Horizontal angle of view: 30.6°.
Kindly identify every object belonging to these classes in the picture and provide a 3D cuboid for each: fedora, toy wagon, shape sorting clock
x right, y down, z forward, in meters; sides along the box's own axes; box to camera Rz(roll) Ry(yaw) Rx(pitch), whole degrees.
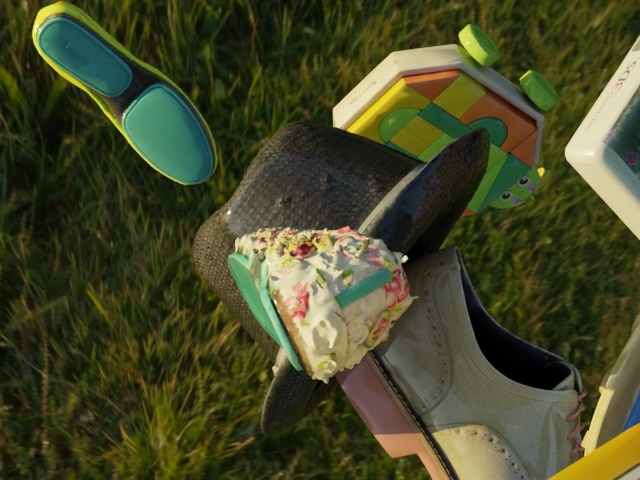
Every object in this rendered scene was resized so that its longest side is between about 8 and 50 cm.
[{"bbox_3d":[0.000,0.000,0.956,0.152,0.334,0.334,37,76,8],"label":"fedora"},{"bbox_3d":[0.181,-0.120,1.506,0.344,0.267,0.068,28,34,-35],"label":"toy wagon"},{"bbox_3d":[0.236,0.086,0.756,0.206,0.206,0.040,-43,47,-13],"label":"shape sorting clock"}]

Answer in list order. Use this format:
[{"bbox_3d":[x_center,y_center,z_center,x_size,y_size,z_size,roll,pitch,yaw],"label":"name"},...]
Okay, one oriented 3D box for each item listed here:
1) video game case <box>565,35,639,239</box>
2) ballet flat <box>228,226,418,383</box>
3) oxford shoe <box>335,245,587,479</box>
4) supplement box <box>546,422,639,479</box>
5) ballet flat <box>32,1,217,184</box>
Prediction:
[{"bbox_3d":[0.198,-0.041,0.461,0.190,0.022,0.173,42,75,-27],"label":"video game case"},{"bbox_3d":[0.001,0.028,0.650,0.077,0.241,0.091,-28,99,-7],"label":"ballet flat"},{"bbox_3d":[0.171,0.182,0.955,0.146,0.140,0.397,-37,103,17],"label":"oxford shoe"},{"bbox_3d":[0.037,0.233,0.302,0.357,0.195,0.194,-20,40,-35],"label":"supplement box"},{"bbox_3d":[-0.189,-0.152,1.164,0.077,0.077,0.231,-41,114,11],"label":"ballet flat"}]
